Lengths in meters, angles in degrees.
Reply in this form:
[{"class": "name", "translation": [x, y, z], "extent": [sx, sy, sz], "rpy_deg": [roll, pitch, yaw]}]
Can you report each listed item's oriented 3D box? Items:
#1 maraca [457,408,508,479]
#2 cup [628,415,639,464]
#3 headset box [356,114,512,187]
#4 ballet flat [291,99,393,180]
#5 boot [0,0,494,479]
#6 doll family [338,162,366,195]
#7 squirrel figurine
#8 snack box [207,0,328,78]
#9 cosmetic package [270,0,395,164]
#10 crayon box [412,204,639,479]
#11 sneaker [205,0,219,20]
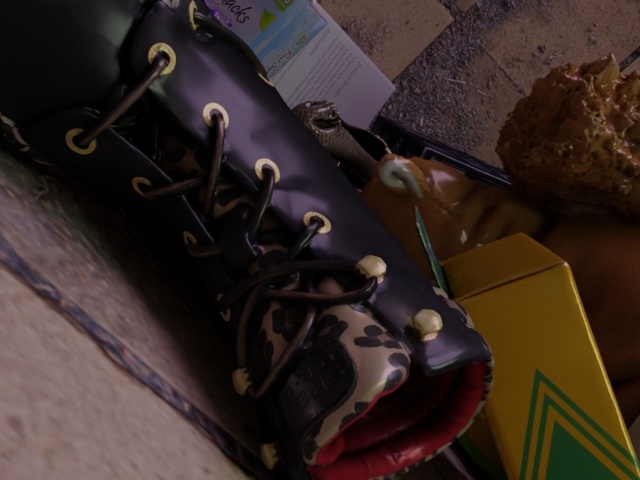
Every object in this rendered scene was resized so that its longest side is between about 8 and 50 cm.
[{"class": "maraca", "translation": [0.167, 0.156, 0.792], "extent": [0.186, 0.099, 0.127], "rpy_deg": [40, 46, 20]}, {"class": "cup", "translation": [0.463, 0.244, 1.226], "extent": [0.237, 0.331, 0.331], "rpy_deg": [24, 8, 7]}, {"class": "headset box", "translation": [0.191, -0.064, 1.260], "extent": [0.246, 0.131, 0.283], "rpy_deg": [21, 13, -17]}, {"class": "ballet flat", "translation": [0.039, -0.122, 1.037], "extent": [0.084, 0.058, 0.250], "rpy_deg": [49, 17, 26]}, {"class": "boot", "translation": [-0.054, -0.019, 0.452], "extent": [0.284, 0.138, 0.377], "rpy_deg": [52, 3, 28]}, {"class": "doll family", "translation": [-0.017, -0.090, 1.053], "extent": [0.193, 0.076, 0.111], "rpy_deg": [37, 19, -35]}, {"class": "squirrel figurine", "translation": [0.238, -0.011, 0.950], "extent": [0.370, 0.397, 0.281], "rpy_deg": [37, 17, 13]}, {"class": "snack box", "translation": [-0.115, -0.270, 1.032], "extent": [0.070, 0.174, 0.207], "rpy_deg": [36, 16, -54]}, {"class": "cosmetic package", "translation": [-0.034, -0.213, 1.139], "extent": [0.184, 0.151, 0.151], "rpy_deg": [41, -4, -38]}, {"class": "crayon box", "translation": [0.159, 0.117, 0.621], "extent": [0.203, 0.083, 0.322], "rpy_deg": [-45, 114, -82]}, {"class": "sneaker", "translation": [-0.179, -0.244, 0.870], "extent": [0.095, 0.104, 0.236], "rpy_deg": [52, 12, 18]}]
